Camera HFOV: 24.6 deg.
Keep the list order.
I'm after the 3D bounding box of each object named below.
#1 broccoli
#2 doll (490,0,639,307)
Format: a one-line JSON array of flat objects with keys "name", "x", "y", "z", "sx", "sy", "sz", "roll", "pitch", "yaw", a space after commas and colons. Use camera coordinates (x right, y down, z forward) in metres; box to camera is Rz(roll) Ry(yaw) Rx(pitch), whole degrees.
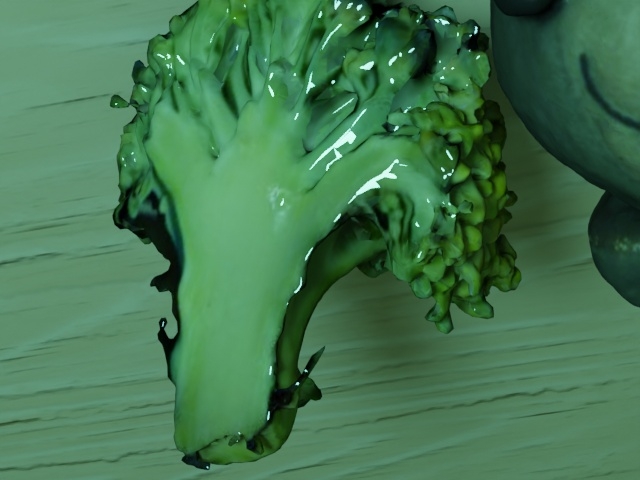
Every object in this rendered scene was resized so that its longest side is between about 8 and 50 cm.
[{"name": "broccoli", "x": 0.008, "y": -0.009, "z": 0.803, "sx": 0.242, "sy": 0.273, "sz": 0.180, "roll": -4, "pitch": 168, "yaw": 33}, {"name": "doll", "x": 0.260, "y": -0.131, "z": 0.684, "sx": 0.378, "sy": 0.252, "sz": 0.382, "roll": 8, "pitch": 140, "yaw": -11}]
